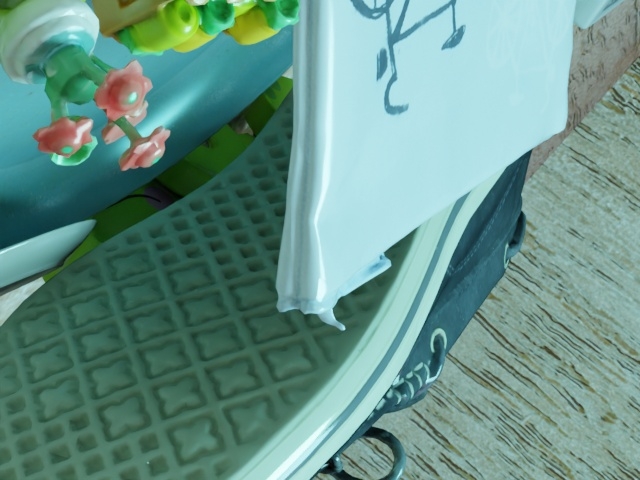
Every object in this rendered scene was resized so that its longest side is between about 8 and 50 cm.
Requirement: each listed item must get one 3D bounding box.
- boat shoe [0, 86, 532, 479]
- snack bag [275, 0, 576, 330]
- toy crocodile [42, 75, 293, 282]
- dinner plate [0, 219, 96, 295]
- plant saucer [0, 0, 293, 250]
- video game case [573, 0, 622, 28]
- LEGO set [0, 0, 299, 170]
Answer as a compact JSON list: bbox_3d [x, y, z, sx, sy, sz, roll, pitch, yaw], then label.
[{"bbox_3d":[-0.016,0.046,0.840,0.500,0.187,0.156,-49,144,-44],"label":"boat shoe"},{"bbox_3d":[0.057,-0.170,0.654,0.323,0.037,0.342,-34,129,-60],"label":"snack bag"},{"bbox_3d":[-0.055,-0.024,1.025,0.115,0.105,0.340,-53,168,27],"label":"toy crocodile"},{"bbox_3d":[-0.174,0.024,0.792,0.141,0.017,0.141,-23,-179,1],"label":"dinner plate"},{"bbox_3d":[-0.071,-0.112,0.722,0.318,0.043,0.317,-39,168,-10],"label":"plant saucer"},{"bbox_3d":[0.302,-0.282,1.265,0.227,0.026,0.206,-37,166,-45],"label":"video game case"},{"bbox_3d":[-0.079,-0.043,0.279,0.132,0.107,0.287,-39,157,9],"label":"LEGO set"}]
